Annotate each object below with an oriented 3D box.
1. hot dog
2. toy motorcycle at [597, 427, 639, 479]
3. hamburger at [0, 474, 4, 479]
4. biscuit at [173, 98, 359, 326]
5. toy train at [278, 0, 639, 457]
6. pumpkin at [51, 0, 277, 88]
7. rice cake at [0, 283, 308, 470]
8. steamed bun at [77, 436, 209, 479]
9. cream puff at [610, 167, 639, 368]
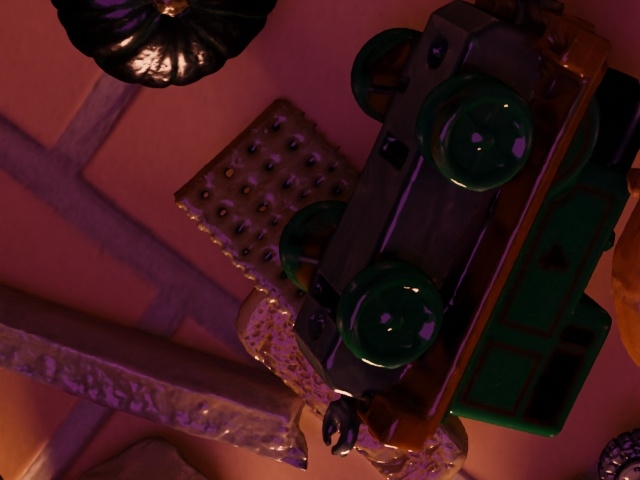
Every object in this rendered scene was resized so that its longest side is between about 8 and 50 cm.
[{"bbox_3d":[0.032,0.122,1.380,0.242,0.073,0.084,42,113,-1],"label":"hot dog"},{"bbox_3d":[0.252,0.299,1.377,0.173,0.108,0.307,34,120,-6],"label":"toy motorcycle"},{"bbox_3d":[-0.423,0.290,1.486,0.261,0.186,0.302,47,125,8],"label":"hamburger"},{"bbox_3d":[0.000,0.000,1.329,0.139,0.016,0.231,-43,91,-2],"label":"biscuit"},{"bbox_3d":[0.130,-0.009,1.219,0.249,0.178,0.429,18,103,-25],"label":"toy train"},{"bbox_3d":[-0.123,-0.217,1.236,0.194,0.150,0.194,7,125,10],"label":"pumpkin"},{"bbox_3d":[-0.188,0.115,1.442,0.399,0.070,0.064,18,115,7],"label":"rice cake"},{"bbox_3d":[-0.178,0.322,1.486,0.218,0.144,0.211,-28,103,25],"label":"steamed bun"},{"bbox_3d":[0.385,-0.005,1.137,0.343,0.231,0.327,-24,109,17],"label":"cream puff"}]
